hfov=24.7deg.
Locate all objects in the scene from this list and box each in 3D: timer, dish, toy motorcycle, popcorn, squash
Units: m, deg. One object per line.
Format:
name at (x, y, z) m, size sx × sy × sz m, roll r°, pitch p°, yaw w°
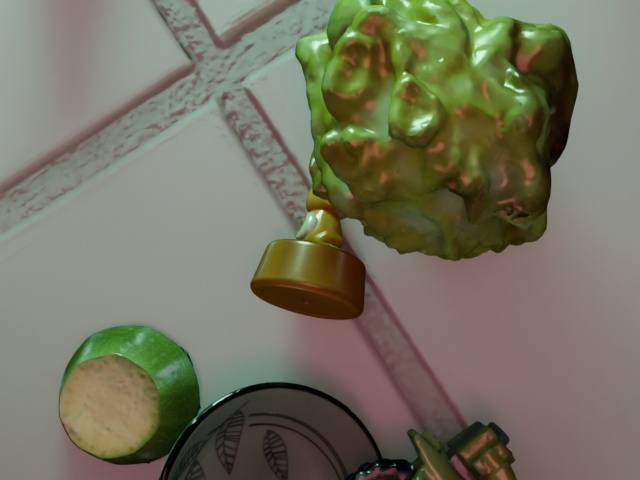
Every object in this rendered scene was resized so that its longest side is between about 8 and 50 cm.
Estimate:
timer at (0.000, 0.000, 1.669) m, size 0.132 × 0.132 × 0.152 m, roll 13°, pitch 74°, yaw 1°
dish at (-0.073, 0.316, 1.665) m, size 0.316 × 0.106 × 0.316 m, roll 1°, pitch 89°, yaw -30°
toy motorcycle at (0.210, 0.377, 1.656) m, size 0.237 × 0.169 × 0.410 m, roll -44°, pitch 96°, yaw -6°
popcorn at (0.115, -0.133, 1.562) m, size 0.312 × 0.312 × 0.312 m, roll 0°, pitch 95°, yaw 2°
squash at (-0.228, 0.183, 1.685) m, size 0.170 × 0.123 × 0.170 m, roll 0°, pitch 90°, yaw 3°
